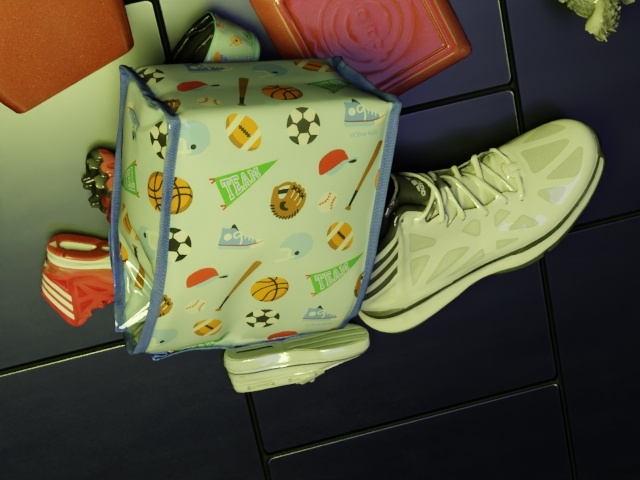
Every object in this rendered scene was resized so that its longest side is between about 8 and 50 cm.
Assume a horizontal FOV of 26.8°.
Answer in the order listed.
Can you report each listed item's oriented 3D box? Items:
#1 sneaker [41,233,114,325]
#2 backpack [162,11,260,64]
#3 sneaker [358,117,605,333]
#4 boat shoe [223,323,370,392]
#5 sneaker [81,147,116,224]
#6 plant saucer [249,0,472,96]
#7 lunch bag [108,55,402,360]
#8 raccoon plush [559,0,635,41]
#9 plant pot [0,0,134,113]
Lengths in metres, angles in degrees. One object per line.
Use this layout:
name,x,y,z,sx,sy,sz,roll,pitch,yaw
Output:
sneaker,-0.307,0.065,1.990,0.221,0.087,0.128,13,123,-16
backpack,-0.151,-0.217,1.872,0.144,0.166,0.188,18,107,-18
sneaker,0.206,-0.051,1.930,0.447,0.169,0.257,-38,149,4
boat shoe,-0.033,0.183,2.071,0.226,0.083,0.075,-7,120,4
sneaker,-0.237,-0.015,1.910,0.135,0.097,0.276,-15,73,-24
plant saucer,0.062,-0.316,1.945,0.259,0.047,0.258,-30,110,0
lunch bag,-0.101,-0.034,1.763,0.328,0.239,0.385,-7,119,-23
raccoon plush,0.463,-0.444,1.812,0.216,0.446,0.299,-38,114,-32
plant pot,-0.390,-0.327,1.758,0.267,0.267,0.235,-30,122,-1
